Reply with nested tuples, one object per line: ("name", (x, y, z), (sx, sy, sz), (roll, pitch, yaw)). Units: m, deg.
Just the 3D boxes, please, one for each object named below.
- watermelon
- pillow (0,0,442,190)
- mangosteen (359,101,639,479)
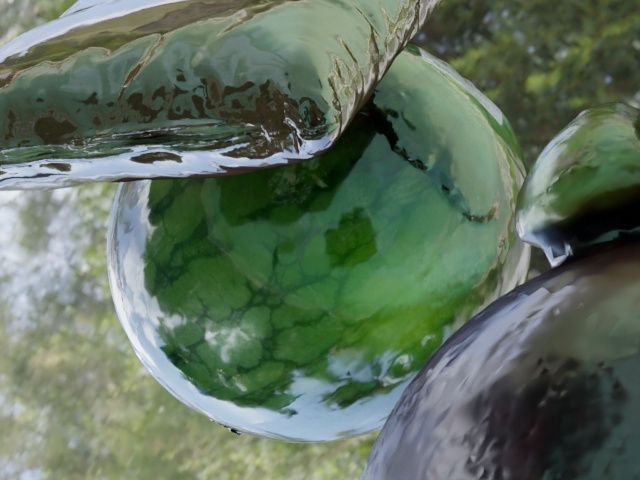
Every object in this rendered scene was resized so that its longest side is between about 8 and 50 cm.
("watermelon", (0.000, 0.000, 1.305), (0.363, 0.363, 0.363), (17, -135, -17))
("pillow", (-0.083, -0.119, 1.042), (0.308, 0.108, 0.305), (-4, -154, 24))
("mangosteen", (0.168, 0.092, 0.549), (0.306, 0.359, 0.306), (16, 180, 0))
